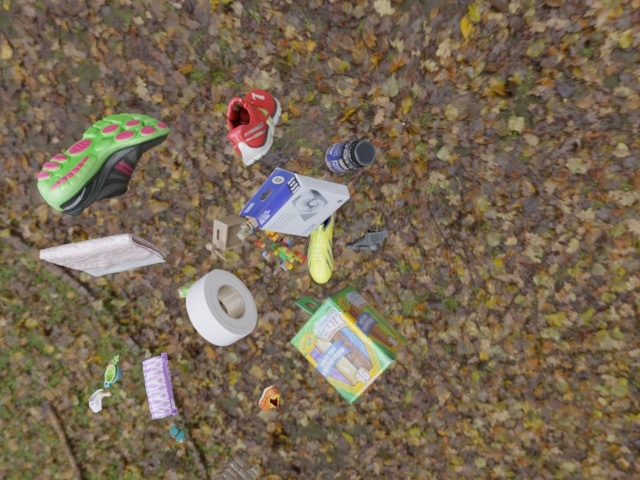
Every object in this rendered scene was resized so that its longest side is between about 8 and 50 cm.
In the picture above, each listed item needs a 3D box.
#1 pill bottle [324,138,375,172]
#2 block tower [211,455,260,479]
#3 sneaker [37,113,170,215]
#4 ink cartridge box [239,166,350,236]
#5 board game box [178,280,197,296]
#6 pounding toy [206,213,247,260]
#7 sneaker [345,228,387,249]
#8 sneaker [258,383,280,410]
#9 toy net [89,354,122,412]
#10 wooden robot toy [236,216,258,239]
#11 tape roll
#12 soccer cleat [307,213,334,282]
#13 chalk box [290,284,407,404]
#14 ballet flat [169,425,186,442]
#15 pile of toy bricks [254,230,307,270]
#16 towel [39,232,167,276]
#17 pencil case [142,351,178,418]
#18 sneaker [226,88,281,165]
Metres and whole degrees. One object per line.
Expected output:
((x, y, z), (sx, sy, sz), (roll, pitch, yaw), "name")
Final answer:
((0.115, -0.330, 1.638), (0.123, 0.219, 0.123), (-3, 96, -27), "pill bottle")
((-0.318, 0.790, 1.213), (0.097, 0.335, 0.091), (47, 135, -3), "block tower")
((-0.724, -0.271, 1.445), (0.185, 0.483, 0.202), (34, 149, 15), "sneaker")
((-0.072, -0.092, 1.136), (0.223, 0.224, 0.045), (-41, 51, 43), "ink cartridge box")
((-0.549, 0.223, 1.938), (0.181, 0.092, 0.043), (-3, 109, 19), "board game box")
((-0.441, -0.005, 1.881), (0.094, 0.206, 0.181), (23, 115, 29), "pounding toy")
((0.186, -0.008, 1.716), (0.170, 0.051, 0.089), (4, 104, 13), "sneaker")
((-0.190, 0.608, 1.579), (0.067, 0.064, 0.175), (53, 147, 31), "sneaker")
((-0.841, 0.558, 1.623), (0.232, 0.045, 0.122), (-54, 50, 8), "toy net")
((-0.288, -0.090, 1.705), (0.173, 0.076, 0.079), (-47, 123, -18), "wooden robot toy")
((-0.378, 0.257, 1.631), (0.100, 0.286, 0.286), (-33, 97, 22), "tape roll")
((-0.001, 0.000, 1.441), (0.093, 0.121, 0.289), (1, 72, 8), "soccer cleat")
((0.043, 0.181, 0.836), (0.213, 0.132, 0.132), (44, 110, 12), "chalk box")
((-0.487, 0.679, 1.463), (0.114, 0.041, 0.041), (-1, 109, 51), "ballet flat")
((-0.141, 0.042, 1.583), (0.118, 0.105, 0.212), (-52, 121, -18), "pile of toy bricks")
((-0.801, 0.059, 1.596), (0.332, 0.317, 0.053), (-12, 73, 2), "towel")
((-0.532, 0.487, 1.398), (0.088, 0.086, 0.206), (-26, 75, 28), "pencil case")
((-0.168, -0.306, 1.016), (0.107, 0.279, 0.118), (-25, 132, 20), "sneaker")
